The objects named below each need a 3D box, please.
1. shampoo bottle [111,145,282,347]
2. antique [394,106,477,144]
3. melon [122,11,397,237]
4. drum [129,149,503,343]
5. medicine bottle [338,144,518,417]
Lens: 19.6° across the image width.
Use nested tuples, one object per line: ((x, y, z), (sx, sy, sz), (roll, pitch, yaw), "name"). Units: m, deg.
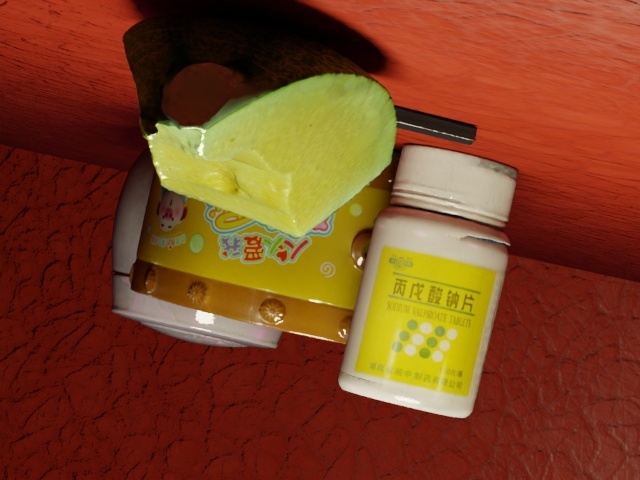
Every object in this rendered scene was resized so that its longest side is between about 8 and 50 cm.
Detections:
((-0.143, 0.005, 2.474), (0.273, 0.266, 0.273), (14, 177, 1), "shampoo bottle")
((0.039, -0.110, 1.567), (0.192, 0.015, 0.031), (13, 175, -6), "antique")
((-0.051, -0.090, 1.240), (0.196, 0.124, 0.323), (12, 172, 4), "melon")
((0.000, 0.000, 2.133), (0.431, 0.214, 0.431), (12, 178, 0), "drum")
((0.112, 0.041, 1.870), (0.143, 0.258, 0.143), (13, 177, 1), "medicine bottle")
